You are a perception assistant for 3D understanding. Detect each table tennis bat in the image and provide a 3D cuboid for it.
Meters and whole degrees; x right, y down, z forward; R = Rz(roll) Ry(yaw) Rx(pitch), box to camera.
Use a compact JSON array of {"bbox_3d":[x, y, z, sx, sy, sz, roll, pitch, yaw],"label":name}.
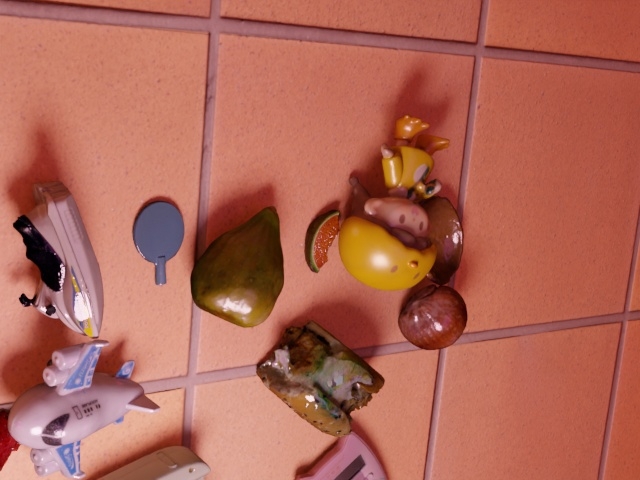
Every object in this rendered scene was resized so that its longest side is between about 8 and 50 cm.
[{"bbox_3d":[-0.290,0.005,1.761,0.100,0.019,0.155,-11,107,-35],"label":"table tennis bat"}]

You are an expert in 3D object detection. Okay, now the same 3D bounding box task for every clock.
[{"bbox_3d":[-0.311,0.568,1.837,0.265,0.108,0.324,-23,116,-31],"label":"clock"}]

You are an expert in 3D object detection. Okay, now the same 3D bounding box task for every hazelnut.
[{"bbox_3d":[0.244,0.167,2.128,0.154,0.143,0.143,-31,128,19],"label":"hazelnut"}]

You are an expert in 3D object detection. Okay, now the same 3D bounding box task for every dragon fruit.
[{"bbox_3d":[-0.538,0.346,1.635,0.131,0.063,0.097,-26,117,-29],"label":"dragon fruit"}]

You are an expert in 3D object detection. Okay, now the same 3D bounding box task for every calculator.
[{"bbox_3d":[0.055,0.576,2.158,0.220,0.048,0.330,-40,125,-24],"label":"calculator"}]

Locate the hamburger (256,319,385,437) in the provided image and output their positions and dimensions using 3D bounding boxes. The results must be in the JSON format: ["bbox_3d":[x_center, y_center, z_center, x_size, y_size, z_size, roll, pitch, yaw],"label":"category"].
[{"bbox_3d":[0.016,0.290,1.969,0.168,0.192,0.288,-50,126,-3],"label":"hamburger"}]

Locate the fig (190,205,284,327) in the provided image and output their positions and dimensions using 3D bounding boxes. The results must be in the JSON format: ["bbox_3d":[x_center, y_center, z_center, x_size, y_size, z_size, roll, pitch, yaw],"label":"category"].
[{"bbox_3d":[-0.148,0.059,1.814,0.167,0.167,0.234,60,30,-31],"label":"fig"}]

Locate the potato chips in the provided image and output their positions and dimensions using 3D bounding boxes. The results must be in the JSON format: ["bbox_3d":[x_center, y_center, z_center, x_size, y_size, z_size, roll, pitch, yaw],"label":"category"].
[{"bbox_3d":[0.248,-0.005,2.141,0.150,0.049,0.202,-47,126,-28],"label":"potato chips"}]

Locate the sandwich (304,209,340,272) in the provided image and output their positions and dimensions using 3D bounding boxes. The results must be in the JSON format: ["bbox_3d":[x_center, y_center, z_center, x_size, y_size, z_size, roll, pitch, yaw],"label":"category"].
[{"bbox_3d":[0.000,-0.002,1.969,0.067,0.029,0.135,21,88,-44],"label":"sandwich"}]

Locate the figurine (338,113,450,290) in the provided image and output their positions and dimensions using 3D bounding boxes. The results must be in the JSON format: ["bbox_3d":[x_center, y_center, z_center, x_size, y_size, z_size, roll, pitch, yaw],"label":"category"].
[{"bbox_3d":[0.161,-0.066,1.984,0.215,0.187,0.344,24,79,-29],"label":"figurine"}]

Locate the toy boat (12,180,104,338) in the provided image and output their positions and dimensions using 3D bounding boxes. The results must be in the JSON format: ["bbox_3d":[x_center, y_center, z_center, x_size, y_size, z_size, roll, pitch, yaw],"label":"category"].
[{"bbox_3d":[-0.428,0.042,1.597,0.140,0.140,0.270,-13,112,-34],"label":"toy boat"}]

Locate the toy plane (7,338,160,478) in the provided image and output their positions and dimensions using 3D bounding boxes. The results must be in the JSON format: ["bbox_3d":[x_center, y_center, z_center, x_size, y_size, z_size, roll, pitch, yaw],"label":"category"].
[{"bbox_3d":[-0.406,0.286,1.661,0.266,0.122,0.267,-29,132,-38],"label":"toy plane"}]
